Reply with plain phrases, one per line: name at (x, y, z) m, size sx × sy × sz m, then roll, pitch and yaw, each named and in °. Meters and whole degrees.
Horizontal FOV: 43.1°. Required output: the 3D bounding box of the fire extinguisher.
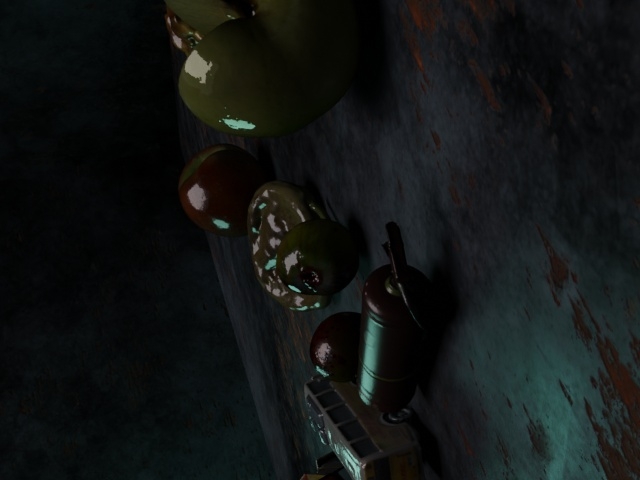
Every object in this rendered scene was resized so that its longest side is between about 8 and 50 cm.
fire extinguisher at (0.101, 0.114, 1.138) m, size 0.341 × 0.105 × 0.141 m, roll 90°, pitch 160°, yaw -53°

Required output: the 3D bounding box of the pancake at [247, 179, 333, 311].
pancake at (-0.065, 0.018, 1.676) m, size 0.294 × 0.049 × 0.294 m, roll 25°, pitch 124°, yaw 44°

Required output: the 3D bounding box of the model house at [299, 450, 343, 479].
model house at (0.076, 0.534, 1.650) m, size 0.136 × 0.207 × 0.219 m, roll -43°, pitch -58°, yaw -67°

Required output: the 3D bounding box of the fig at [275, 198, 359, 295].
fig at (0.000, 0.000, 1.459) m, size 0.245 × 0.149 × 0.149 m, roll -79°, pitch -14°, yaw -58°

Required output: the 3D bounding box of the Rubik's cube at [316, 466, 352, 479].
Rubik's cube at (0.073, 0.521, 1.432) m, size 0.180 × 0.167 × 0.183 m, roll 37°, pitch 139°, yaw 47°

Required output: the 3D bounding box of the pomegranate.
pomegranate at (0.048, 0.196, 1.397) m, size 0.159 × 0.129 × 0.129 m, roll -123°, pitch 24°, yaw -54°

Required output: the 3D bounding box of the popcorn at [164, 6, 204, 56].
popcorn at (-0.169, -0.455, 1.523) m, size 0.265 × 0.225 × 0.332 m, roll 119°, pitch 160°, yaw -54°

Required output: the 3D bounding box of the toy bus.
toy bus at (0.074, 0.320, 1.384) m, size 0.342 × 0.138 × 0.097 m, roll -145°, pitch 41°, yaw -68°

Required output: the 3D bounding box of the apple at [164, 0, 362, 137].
apple at (-0.083, -0.287, 1.151) m, size 0.254 × 0.292 × 0.292 m, roll 36°, pitch -143°, yaw -74°

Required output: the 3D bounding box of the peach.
peach at (-0.236, -0.122, 2.065) m, size 0.252 × 0.252 × 0.252 m, roll 167°, pitch 90°, yaw -77°
